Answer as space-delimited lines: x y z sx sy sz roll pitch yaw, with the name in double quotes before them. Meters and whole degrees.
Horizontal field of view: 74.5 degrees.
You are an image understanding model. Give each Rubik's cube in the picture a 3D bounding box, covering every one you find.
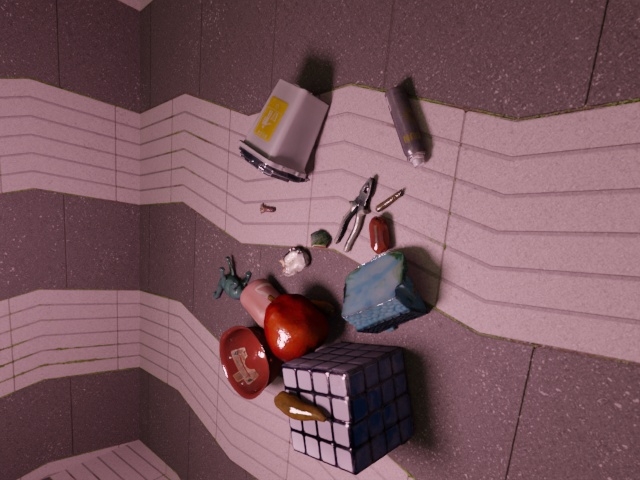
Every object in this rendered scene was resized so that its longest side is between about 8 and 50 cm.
"Rubik's cube" 0.102 0.588 1.563 0.343 0.344 0.338 -9 87 45

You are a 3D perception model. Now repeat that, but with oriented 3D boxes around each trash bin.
"trash bin" -0.131 -0.446 1.759 0.255 0.295 0.368 38 106 37

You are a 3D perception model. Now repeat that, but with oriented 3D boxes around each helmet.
"helmet" -0.294 0.549 2.031 0.385 0.230 0.338 -49 66 35

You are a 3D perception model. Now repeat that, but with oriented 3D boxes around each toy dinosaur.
"toy dinosaur" -0.476 0.292 2.295 0.383 0.129 0.331 39 131 34

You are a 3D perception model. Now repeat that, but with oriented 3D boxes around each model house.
"model house" 0.251 0.211 1.510 0.261 0.241 0.226 -28 31 32

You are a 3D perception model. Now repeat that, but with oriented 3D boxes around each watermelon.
"watermelon" -0.005 -0.003 1.798 0.072 0.084 0.093 114 169 -53

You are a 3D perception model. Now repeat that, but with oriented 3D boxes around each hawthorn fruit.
"hawthorn fruit" -0.121 0.349 1.755 0.307 0.265 0.265 47 125 21

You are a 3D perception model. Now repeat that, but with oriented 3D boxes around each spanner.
"spanner" 0.138 -0.102 1.654 0.095 0.040 0.325 43 124 32

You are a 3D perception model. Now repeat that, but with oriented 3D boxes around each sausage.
"sausage" 0.219 -0.021 1.562 0.076 0.076 0.142 -10 90 45

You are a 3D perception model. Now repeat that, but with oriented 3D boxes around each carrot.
"carrot" -0.005 0.288 1.834 0.186 0.060 0.060 5 99 50

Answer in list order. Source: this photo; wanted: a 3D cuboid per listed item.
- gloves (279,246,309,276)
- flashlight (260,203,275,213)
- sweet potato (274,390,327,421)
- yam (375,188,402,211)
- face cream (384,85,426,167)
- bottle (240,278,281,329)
"gloves" -0.115 0.093 1.912 0.153 0.070 0.115 -32 64 36
"flashlight" -0.263 -0.151 2.055 0.110 0.031 0.052 10 101 44
"sweet potato" -0.080 0.576 1.449 0.243 0.077 0.077 2 96 47
"yam" 0.254 -0.143 1.540 0.129 0.027 0.033 -35 31 44
"face cream" 0.294 -0.386 1.440 0.073 0.073 0.284 -25 77 44
"bottle" -0.225 0.319 1.987 0.206 0.173 0.297 -46 57 0
